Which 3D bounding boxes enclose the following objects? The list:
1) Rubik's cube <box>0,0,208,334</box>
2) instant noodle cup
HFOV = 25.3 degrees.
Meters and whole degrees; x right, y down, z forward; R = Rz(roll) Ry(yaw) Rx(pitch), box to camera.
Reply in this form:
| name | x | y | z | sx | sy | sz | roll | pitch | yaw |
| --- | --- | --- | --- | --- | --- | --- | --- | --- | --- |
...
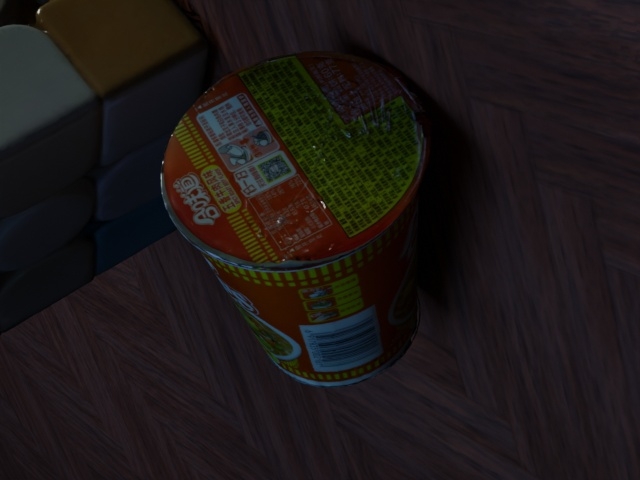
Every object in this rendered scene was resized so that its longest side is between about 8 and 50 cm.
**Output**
| name | x | y | z | sx | sy | sz | roll | pitch | yaw |
| --- | --- | --- | --- | --- | --- | --- | --- | --- | --- |
| Rubik's cube | -0.345 | -0.130 | 1.322 | 0.344 | 0.347 | 0.346 | 50 | 154 | 15 |
| instant noodle cup | 0.000 | 0.000 | 1.046 | 0.193 | 0.193 | 0.212 | 42 | 162 | 32 |
